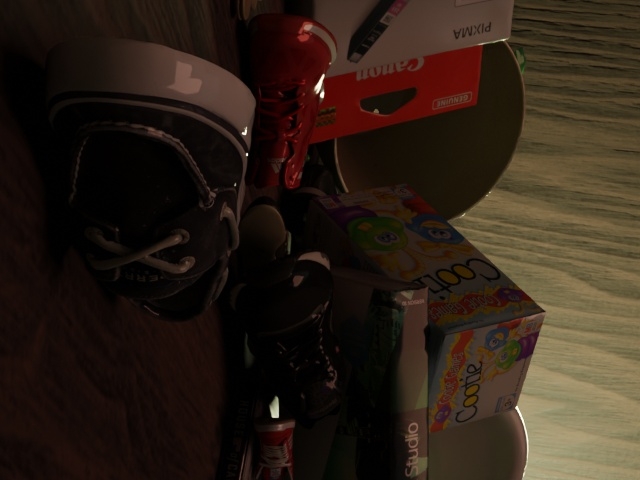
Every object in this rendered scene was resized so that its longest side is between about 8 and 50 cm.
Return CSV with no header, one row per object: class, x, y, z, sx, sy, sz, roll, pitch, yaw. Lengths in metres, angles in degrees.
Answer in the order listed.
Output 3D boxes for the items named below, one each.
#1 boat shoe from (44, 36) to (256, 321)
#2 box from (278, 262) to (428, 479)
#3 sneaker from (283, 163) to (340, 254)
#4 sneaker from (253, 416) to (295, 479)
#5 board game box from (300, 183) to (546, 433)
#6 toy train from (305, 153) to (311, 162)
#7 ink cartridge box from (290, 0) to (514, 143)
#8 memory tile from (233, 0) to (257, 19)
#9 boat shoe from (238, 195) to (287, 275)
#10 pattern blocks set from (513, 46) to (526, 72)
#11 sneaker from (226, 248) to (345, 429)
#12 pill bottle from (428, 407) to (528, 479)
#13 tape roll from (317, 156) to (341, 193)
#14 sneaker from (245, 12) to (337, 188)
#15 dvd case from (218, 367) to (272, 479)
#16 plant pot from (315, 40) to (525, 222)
boat shoe,-0.095,-0.019,0.773,0.301,0.108,0.102,100,-4,-74
box,0.031,0.192,1.505,0.232,0.058,0.322,11,-74,57
sneaker,0.000,0.000,1.721,0.106,0.078,0.234,-74,167,-44
sneaker,-0.047,0.213,1.392,0.118,0.042,0.067,64,29,-80
board game box,0.104,0.071,1.562,0.275,0.142,0.144,47,-44,43
toy train,-0.026,-0.099,1.638,0.083,0.023,0.017,-33,129,-81
ink cartridge box,0.096,-0.227,1.603,0.060,0.275,0.239,46,-37,48
memory tile,-0.062,-0.276,1.213,0.113,0.012,0.148,-71,165,-64
boat shoe,-0.057,-0.005,1.354,0.133,0.049,0.042,90,3,-57
pattern blocks set,0.144,-0.255,1.912,0.026,0.325,0.285,-27,130,-39
sneaker,-0.013,0.105,1.362,0.283,0.107,0.124,78,-14,-69
pill bottle,0.137,0.215,1.773,0.363,0.210,0.210,-96,-170,-78
tape roll,0.078,-0.014,2.006,0.246,0.169,0.246,5,90,-84
sneaker,-0.031,-0.120,1.308,0.221,0.087,0.128,72,23,-72
dvd case,-0.079,0.265,1.477,0.239,0.029,0.179,83,15,-61
plant pot,0.098,-0.179,1.801,0.191,0.284,0.284,38,-49,54
